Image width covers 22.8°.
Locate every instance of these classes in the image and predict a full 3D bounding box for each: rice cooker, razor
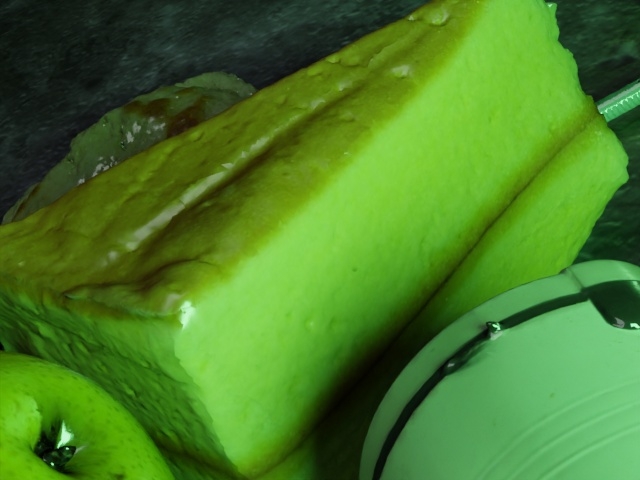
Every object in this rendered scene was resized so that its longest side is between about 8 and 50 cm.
[{"bbox_3d":[0.142,0.143,0.760,0.226,0.226,0.244,-31,38,-3],"label":"rice cooker"},{"bbox_3d":[0.203,-0.090,1.137,0.211,0.036,0.084,-24,34,6],"label":"razor"}]

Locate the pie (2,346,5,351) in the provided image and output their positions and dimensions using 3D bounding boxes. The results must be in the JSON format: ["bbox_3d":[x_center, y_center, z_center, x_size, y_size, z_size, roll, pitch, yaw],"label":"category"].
[{"bbox_3d":[-0.146,0.067,1.153,0.187,0.041,0.186,-8,55,12],"label":"pie"}]

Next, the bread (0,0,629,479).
[{"bbox_3d":[0.000,0.000,1.011,0.245,0.233,0.361,14,50,45],"label":"bread"}]

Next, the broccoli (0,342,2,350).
[{"bbox_3d":[-0.353,0.063,1.156,0.265,0.294,0.245,25,98,15],"label":"broccoli"}]

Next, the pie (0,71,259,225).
[{"bbox_3d":[-0.147,-0.046,1.275,0.248,0.090,0.201,-34,39,0],"label":"pie"}]

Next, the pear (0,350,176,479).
[{"bbox_3d":[-0.195,0.196,0.867,0.294,0.294,0.294,-18,38,15],"label":"pear"}]
